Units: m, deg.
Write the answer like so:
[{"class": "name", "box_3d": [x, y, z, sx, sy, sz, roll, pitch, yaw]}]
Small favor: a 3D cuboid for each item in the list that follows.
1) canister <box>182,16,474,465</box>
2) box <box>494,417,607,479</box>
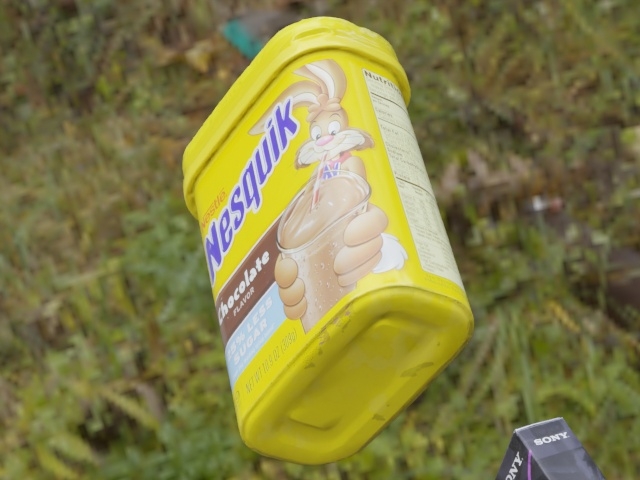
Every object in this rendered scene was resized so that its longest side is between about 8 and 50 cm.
[{"class": "canister", "box_3d": [0.000, 0.000, 0.809, 0.073, 0.126, 0.170, 20, 37, -31]}, {"class": "box", "box_3d": [0.113, 0.170, 0.743, 0.029, 0.116, 0.162, -8, 45, -25]}]
